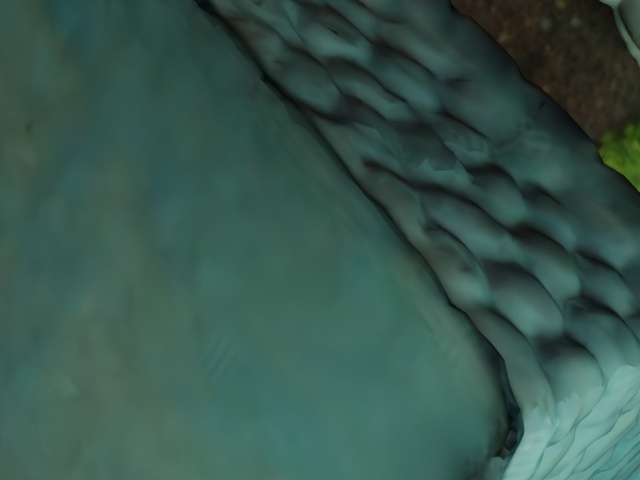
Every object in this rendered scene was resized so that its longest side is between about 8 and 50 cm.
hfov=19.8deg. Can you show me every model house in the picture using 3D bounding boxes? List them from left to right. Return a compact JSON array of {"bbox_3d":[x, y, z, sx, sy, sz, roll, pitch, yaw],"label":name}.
[{"bbox_3d":[0.000,0.000,0.788,0.339,0.297,0.360,-15,56,-47],"label":"model house"}]

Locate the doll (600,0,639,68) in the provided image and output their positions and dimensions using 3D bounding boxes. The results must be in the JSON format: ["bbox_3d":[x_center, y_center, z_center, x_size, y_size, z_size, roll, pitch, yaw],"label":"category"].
[{"bbox_3d":[0.190,-0.154,0.921,0.258,0.153,0.195,4,102,-5],"label":"doll"}]
